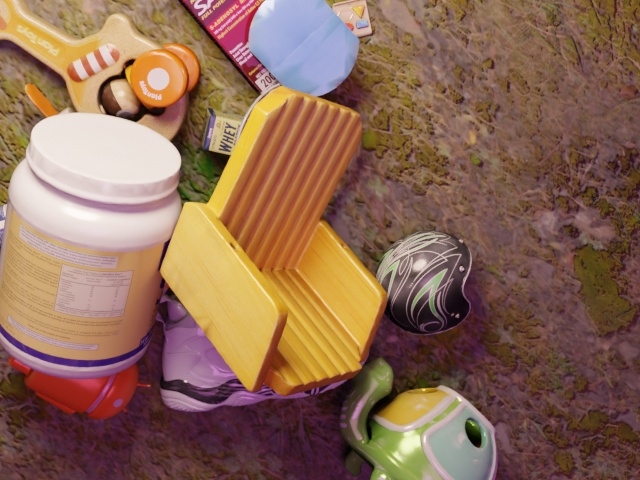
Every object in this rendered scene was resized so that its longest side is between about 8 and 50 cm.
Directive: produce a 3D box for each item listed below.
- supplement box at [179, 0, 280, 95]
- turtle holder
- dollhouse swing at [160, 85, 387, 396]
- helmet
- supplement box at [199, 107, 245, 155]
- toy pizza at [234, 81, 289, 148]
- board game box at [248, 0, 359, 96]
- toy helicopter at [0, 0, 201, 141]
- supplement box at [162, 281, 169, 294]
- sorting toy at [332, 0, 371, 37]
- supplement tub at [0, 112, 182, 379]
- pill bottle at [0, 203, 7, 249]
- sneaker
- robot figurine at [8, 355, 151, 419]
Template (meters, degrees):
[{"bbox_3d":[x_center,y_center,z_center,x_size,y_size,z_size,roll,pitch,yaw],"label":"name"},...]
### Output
[{"bbox_3d":[-0.120,-0.354,1.343,0.130,0.073,0.239,-42,110,0],"label":"supplement box"},{"bbox_3d":[0.169,0.366,1.559,0.320,0.243,0.227,40,79,14],"label":"turtle holder"},{"bbox_3d":[0.000,0.000,1.284,0.305,0.347,0.315,-48,68,19],"label":"dollhouse swing"},{"bbox_3d":[0.178,0.064,1.488,0.169,0.169,0.161,-20,126,-7],"label":"helmet"},{"bbox_3d":[-0.144,-0.171,1.385,0.083,0.083,0.056,11,104,-15],"label":"supplement box"},{"bbox_3d":[-0.060,-0.152,1.378,0.201,0.032,0.201,-31,134,-40],"label":"toy pizza"},{"bbox_3d":[-0.028,-0.303,1.326,0.133,0.033,0.169,-43,107,6],"label":"board game box"},{"bbox_3d":[-0.372,-0.252,1.307,0.355,0.140,0.235,32,106,-9],"label":"toy helicopter"},{"bbox_3d":[-0.279,0.058,1.446,0.062,0.036,0.098,33,97,-19],"label":"supplement box"},{"bbox_3d":[0.040,-0.357,1.411,0.083,0.012,0.062,-15,109,-9],"label":"sorting toy"},{"bbox_3d":[-0.337,0.008,1.258,0.241,0.241,0.331,11,120,-16],"label":"supplement tub"},{"bbox_3d":[-0.481,-0.026,1.359,0.120,0.067,0.067,-18,109,-7],"label":"pill bottle"},{"bbox_3d":[-0.102,0.155,1.461,0.366,0.137,0.210,-10,111,-7],"label":"sneaker"},{"bbox_3d":[-0.391,0.210,1.416,0.219,0.128,0.158,33,80,-19],"label":"robot figurine"}]
